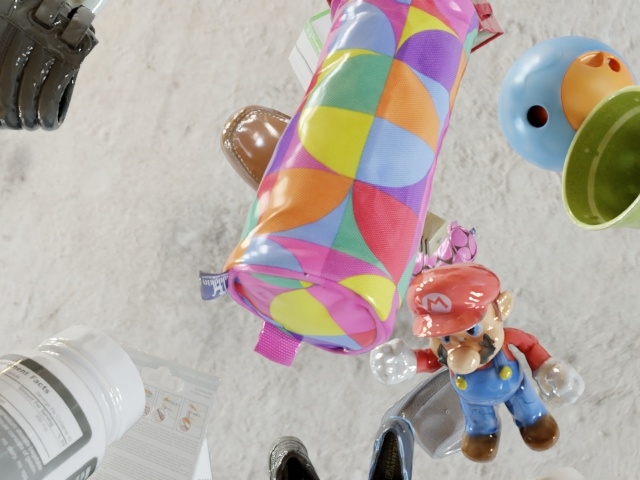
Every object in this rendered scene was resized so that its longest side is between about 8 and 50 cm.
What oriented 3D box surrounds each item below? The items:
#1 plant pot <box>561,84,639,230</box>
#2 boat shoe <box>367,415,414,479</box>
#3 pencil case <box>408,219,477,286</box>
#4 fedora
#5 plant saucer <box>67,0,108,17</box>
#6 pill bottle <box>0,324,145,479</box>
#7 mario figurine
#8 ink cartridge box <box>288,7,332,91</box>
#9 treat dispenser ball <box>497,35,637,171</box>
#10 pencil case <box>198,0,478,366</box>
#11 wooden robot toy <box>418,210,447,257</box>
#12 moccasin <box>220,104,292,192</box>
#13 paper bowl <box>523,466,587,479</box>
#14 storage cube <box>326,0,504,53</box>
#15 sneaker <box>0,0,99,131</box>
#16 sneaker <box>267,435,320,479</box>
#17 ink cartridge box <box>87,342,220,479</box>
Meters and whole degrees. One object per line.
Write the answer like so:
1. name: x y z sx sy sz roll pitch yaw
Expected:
1. plant pot: 0.639 -0.118 1.483 0.254 0.276 0.276 16 93 -17
2. boat shoe: 0.107 0.440 1.392 0.109 0.089 0.258 -2 86 19
3. pencil case: 0.257 0.034 1.799 0.209 0.095 0.098 -32 89 48
4. fedora: 0.275 0.370 1.691 0.275 0.243 0.124 -32 53 -12
5. plant saucer: -0.398 -0.394 0.920 0.101 0.400 0.400 35 100 29
6. pill bottle: -0.324 0.211 0.806 0.161 0.283 0.161 15 120 27
7. mario figurine: 0.193 0.170 0.990 0.198 0.320 0.170 -37 32 -13
8. ink cartridge box: 0.058 -0.425 1.710 0.198 0.273 0.114 -30 93 -12
9. treat dispenser ball: 0.525 -0.289 1.698 0.288 0.288 0.288 -2 84 25
10. pencil case: 0.020 -0.050 0.457 0.104 0.104 0.236 8 61 26
11. wooden robot toy: 0.022 -0.026 0.717 0.173 0.076 0.079 36 69 10
12. moccasin: 0.003 -0.061 1.214 0.139 0.380 0.147 -45 28 -4
13. paper bowl: 0.490 0.592 1.735 0.284 0.284 0.148 -29 64 20
14. storage cube: 0.144 -0.359 1.248 0.215 0.184 0.193 -27 90 26
15. sneaker: -0.236 -0.212 0.598 0.147 0.104 0.295 9 120 -11
16. sneaker: -0.040 0.435 1.258 0.087 0.130 0.227 -3 90 -7
17. ink cartridge box: -0.226 0.277 1.078 0.189 0.066 0.232 12 79 27
